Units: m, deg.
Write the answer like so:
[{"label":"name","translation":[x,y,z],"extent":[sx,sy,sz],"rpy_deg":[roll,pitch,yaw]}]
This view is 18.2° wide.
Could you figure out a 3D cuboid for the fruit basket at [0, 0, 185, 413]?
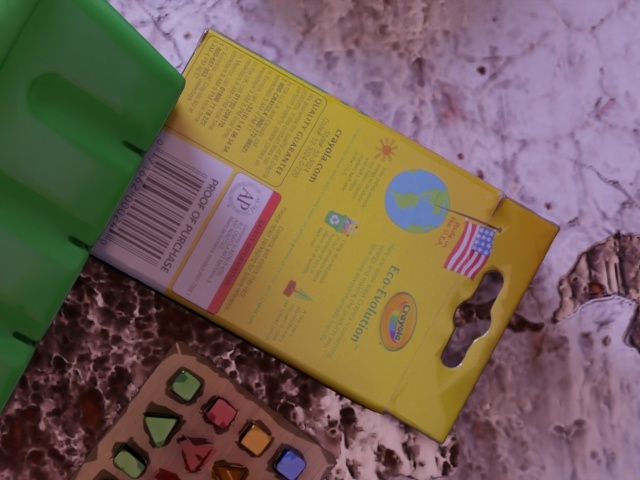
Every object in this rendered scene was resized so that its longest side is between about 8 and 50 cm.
[{"label":"fruit basket","translation":[-0.329,-0.083,1.448],"extent":[0.392,0.283,0.392],"rpy_deg":[-1,94,-17]}]

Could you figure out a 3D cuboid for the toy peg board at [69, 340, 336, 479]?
[{"label":"toy peg board","translation":[-0.096,0.188,1.550],"extent":[0.161,0.079,0.161],"rpy_deg":[37,85,0]}]

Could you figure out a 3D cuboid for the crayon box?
[{"label":"crayon box","translation":[0.000,0.000,1.567],"extent":[0.318,0.081,0.202],"rpy_deg":[30,85,-1]}]
